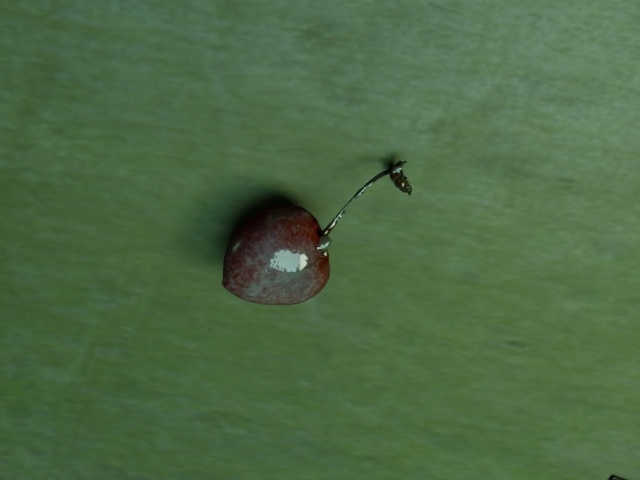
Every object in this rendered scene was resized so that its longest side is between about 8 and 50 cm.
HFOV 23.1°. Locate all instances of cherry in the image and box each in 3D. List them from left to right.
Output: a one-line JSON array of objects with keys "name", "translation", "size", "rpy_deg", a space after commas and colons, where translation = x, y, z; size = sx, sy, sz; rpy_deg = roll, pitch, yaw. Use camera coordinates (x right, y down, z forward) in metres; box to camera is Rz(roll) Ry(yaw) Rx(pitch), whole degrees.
[{"name": "cherry", "translation": [0.000, 0.000, 1.627], "size": [0.225, 0.090, 0.107], "rpy_deg": [-22, 108, -4]}]

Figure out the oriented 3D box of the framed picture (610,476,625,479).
[{"name": "framed picture", "translation": [0.384, 0.428, 1.950], "size": [0.209, 0.019, 0.281], "rpy_deg": [18, 116, -16]}]
